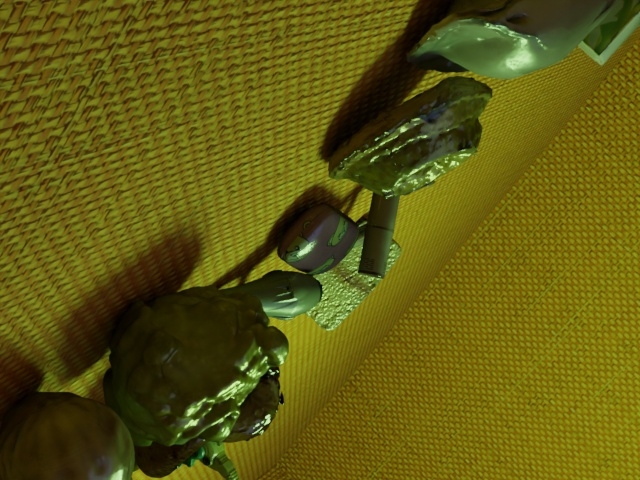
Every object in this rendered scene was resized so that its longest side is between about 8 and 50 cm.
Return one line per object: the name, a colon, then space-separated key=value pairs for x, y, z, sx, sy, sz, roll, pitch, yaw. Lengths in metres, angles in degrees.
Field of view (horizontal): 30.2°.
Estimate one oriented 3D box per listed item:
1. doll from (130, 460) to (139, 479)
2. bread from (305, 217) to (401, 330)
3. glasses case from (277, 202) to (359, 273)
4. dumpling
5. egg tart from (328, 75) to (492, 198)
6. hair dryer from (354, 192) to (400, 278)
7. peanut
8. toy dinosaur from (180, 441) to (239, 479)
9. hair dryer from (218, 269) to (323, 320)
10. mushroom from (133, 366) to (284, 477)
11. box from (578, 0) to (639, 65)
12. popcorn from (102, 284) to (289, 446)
doll: x=-0.366 y=0.392 z=2.176 sx=0.137 sy=0.097 sz=0.209 roll=-8 pitch=-137 yaw=54
bread: x=0.035 y=0.050 z=2.494 sx=0.240 sy=0.135 sz=0.178 roll=-47 pitch=-158 yaw=3
glasses case: x=0.000 y=0.000 z=2.082 sx=0.123 sy=0.076 sz=0.316 roll=-47 pitch=168 yaw=5
dumpling: x=0.282 y=-0.325 z=1.768 sx=0.260 sy=0.181 sz=0.341 roll=-28 pitch=-162 yaw=53
egg tart: x=0.149 y=-0.150 z=1.849 sx=0.290 sy=0.115 sz=0.290 roll=-28 pitch=173 yaw=-4
hair dryer: x=0.079 y=-0.028 z=2.272 sx=0.220 sy=0.053 sz=0.195 roll=179 pitch=-76 yaw=-67
peanut: x=-0.361 y=0.307 z=1.617 sx=0.169 sy=0.192 sz=0.387 roll=-36 pitch=173 yaw=-27
toy dinosaur: x=-0.225 y=0.397 z=2.303 sx=0.153 sy=0.259 sz=0.094 roll=-21 pitch=-178 yaw=36
hair dryer: x=-0.135 y=0.111 z=2.016 sx=0.224 sy=0.088 sz=0.219 roll=-22 pitch=165 yaw=27
mushroom: x=-0.202 y=0.268 z=1.997 sx=0.283 sy=0.195 sz=0.263 roll=-19 pitch=163 yaw=-31
box: x=0.471 y=-0.446 z=1.919 sx=0.260 sy=0.194 sz=0.111 roll=-49 pitch=168 yaw=12
popcorn: x=-0.182 y=0.181 z=1.713 sx=0.250 sy=0.235 sz=0.241 roll=-18 pitch=-179 yaw=-26
